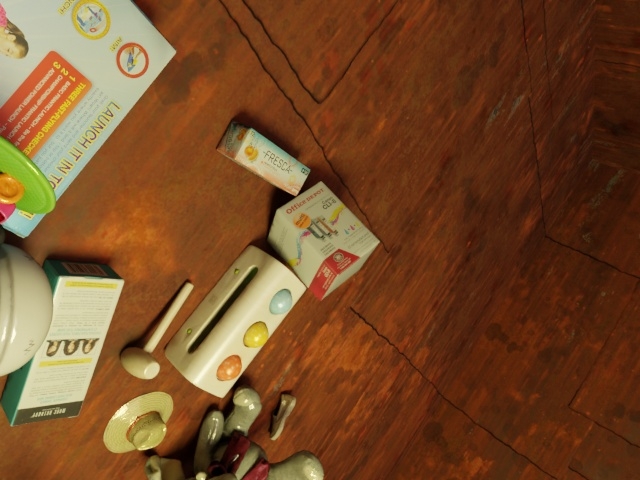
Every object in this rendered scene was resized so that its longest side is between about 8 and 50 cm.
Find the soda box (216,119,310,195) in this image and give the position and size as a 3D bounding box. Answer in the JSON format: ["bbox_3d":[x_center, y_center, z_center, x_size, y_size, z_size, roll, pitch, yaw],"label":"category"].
[{"bbox_3d":[-0.100,-0.147,0.887,0.183,0.058,0.063,28,91,-54],"label":"soda box"}]

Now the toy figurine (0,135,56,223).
[{"bbox_3d":[-0.361,-0.029,0.426,0.173,0.130,0.159,48,49,-30],"label":"toy figurine"}]

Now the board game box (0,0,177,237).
[{"bbox_3d":[-0.364,-0.206,0.518,0.308,0.086,0.302,-54,143,-8],"label":"board game box"}]

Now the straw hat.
[{"bbox_3d":[-0.337,0.370,0.944,0.144,0.061,0.145,-29,133,-36],"label":"straw hat"}]

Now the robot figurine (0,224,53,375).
[{"bbox_3d":[-0.451,0.075,0.535,0.278,0.209,0.174,8,70,-51],"label":"robot figurine"}]

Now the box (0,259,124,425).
[{"bbox_3d":[-0.393,0.154,0.739,0.100,0.060,0.244,12,104,-51],"label":"box"}]

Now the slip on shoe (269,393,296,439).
[{"bbox_3d":[-0.111,0.467,1.291,0.041,0.051,0.135,24,105,-13],"label":"slip on shoe"}]

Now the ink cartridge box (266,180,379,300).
[{"bbox_3d":[0.000,0.000,0.975,0.128,0.176,0.127,-36,166,-30],"label":"ink cartridge box"}]

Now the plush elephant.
[{"bbox_3d":[-0.211,0.512,1.012,0.330,0.272,0.255,-41,171,12],"label":"plush elephant"}]

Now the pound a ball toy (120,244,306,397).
[{"bbox_3d":[-0.185,0.163,0.926,0.319,0.135,0.208,-52,142,-12],"label":"pound a ball toy"}]
